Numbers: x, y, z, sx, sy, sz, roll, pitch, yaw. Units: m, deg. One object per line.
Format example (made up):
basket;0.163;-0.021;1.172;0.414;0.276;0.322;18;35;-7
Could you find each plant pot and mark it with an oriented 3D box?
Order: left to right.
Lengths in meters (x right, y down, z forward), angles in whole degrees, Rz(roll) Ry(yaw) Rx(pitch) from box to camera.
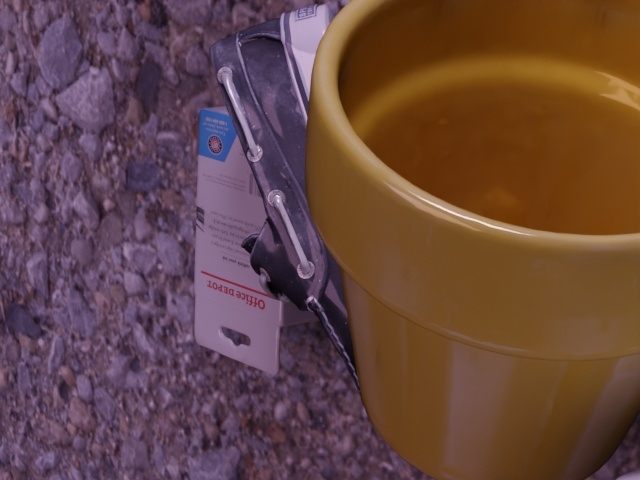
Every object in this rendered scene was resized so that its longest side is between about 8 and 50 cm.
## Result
plant pot;0.112;0.005;0.970;0.254;0.254;0.239;45;145;34

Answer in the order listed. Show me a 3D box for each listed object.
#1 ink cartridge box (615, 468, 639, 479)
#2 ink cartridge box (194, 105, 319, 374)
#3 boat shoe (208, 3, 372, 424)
ink cartridge box;0.318;0.288;0.824;0.285;0.166;0.395;-9;92;50
ink cartridge box;-0.038;-0.003;1.268;0.104;0.060;0.180;18;111;46
boat shoe;0.000;0.000;1.149;0.102;0.108;0.301;-17;92;10
